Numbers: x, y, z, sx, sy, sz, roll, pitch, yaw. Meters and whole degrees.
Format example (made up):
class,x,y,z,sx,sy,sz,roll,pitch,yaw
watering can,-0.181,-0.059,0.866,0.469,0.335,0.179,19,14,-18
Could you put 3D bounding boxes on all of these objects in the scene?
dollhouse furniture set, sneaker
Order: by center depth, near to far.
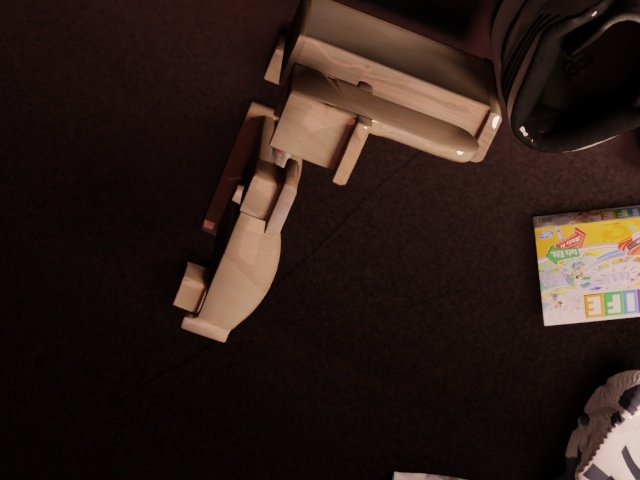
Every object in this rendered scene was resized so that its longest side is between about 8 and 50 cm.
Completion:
class,x,y,z,sx,sy,sz,roll,pitch,yaw
sneaker,0.305,-0.229,1.312,0.169,0.257,0.447,35,115,-12
dollhouse furniture set,0.000,0.000,1.428,0.174,0.303,0.355,20,117,-8
sneaker,0.311,0.234,1.642,0.153,0.094,0.235,19,116,-7

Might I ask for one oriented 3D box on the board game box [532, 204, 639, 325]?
class,x,y,z,sx,sy,sz,roll,pitch,yaw
board game box,0.276,0.021,1.574,0.154,0.026,0.103,-7,116,7

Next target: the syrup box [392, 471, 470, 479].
class,x,y,z,sx,sy,sz,roll,pitch,yaw
syrup box,0.103,0.357,1.715,0.096,0.093,0.237,7,116,0
